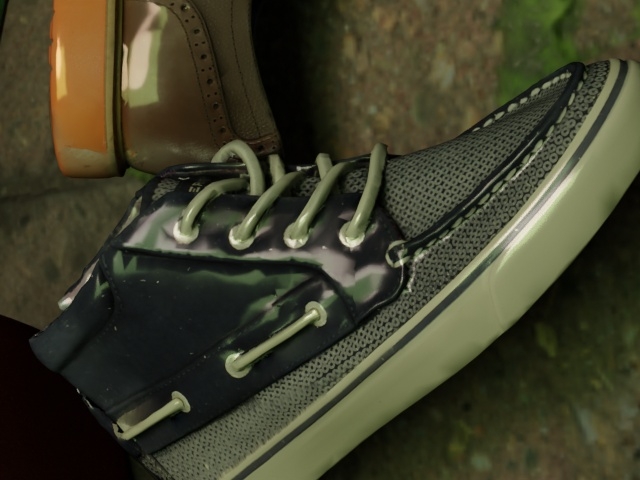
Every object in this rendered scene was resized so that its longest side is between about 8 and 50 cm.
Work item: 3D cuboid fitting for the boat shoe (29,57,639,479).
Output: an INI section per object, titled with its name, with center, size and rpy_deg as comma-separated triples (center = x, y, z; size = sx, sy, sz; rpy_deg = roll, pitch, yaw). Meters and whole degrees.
[boat shoe]
center = 0.000, 0.000, 0.920
size = 0.158, 0.127, 0.340
rpy_deg = 41, 116, -9

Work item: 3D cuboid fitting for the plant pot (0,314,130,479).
[plant pot]
center = -0.239, 0.175, 1.044
size = 0.267, 0.235, 0.267
rpy_deg = -16, 82, 32

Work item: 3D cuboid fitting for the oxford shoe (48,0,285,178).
[oxford shoe]
center = -0.063, -0.210, 1.013
size = 0.132, 0.130, 0.364
rpy_deg = 3, 87, 2

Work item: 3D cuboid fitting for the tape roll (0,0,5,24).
[tape roll]
center = -0.304, -0.148, 1.028
size = 0.077, 0.321, 0.321
rpy_deg = 17, 100, 32
